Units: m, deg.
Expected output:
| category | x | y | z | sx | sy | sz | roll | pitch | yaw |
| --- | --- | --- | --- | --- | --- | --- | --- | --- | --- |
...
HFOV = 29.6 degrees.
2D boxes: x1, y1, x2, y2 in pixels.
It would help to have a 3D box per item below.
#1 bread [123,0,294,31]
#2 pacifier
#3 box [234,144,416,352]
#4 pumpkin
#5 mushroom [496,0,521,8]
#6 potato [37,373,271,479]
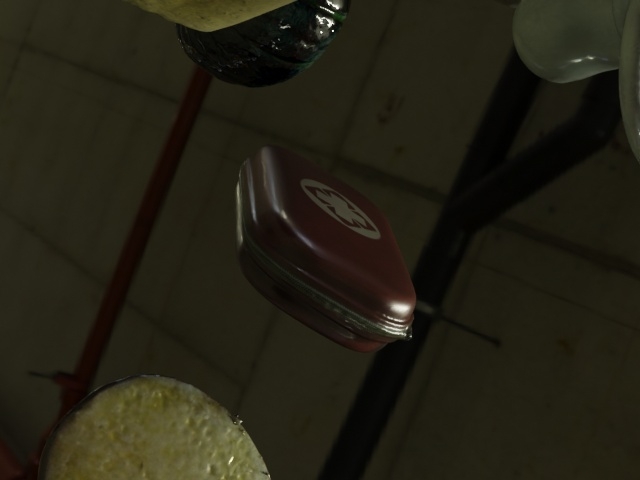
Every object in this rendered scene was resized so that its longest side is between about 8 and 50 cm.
| category | x | y | z | sx | sy | sz | roll | pitch | yaw |
| --- | --- | --- | --- | --- | --- | --- | --- | --- | --- |
| bread | -0.085 | -0.231 | 1.009 | 0.178 | 0.139 | 0.060 | -6 | -107 | 48 |
| pacifier | 0.245 | -0.170 | 0.978 | 0.207 | 0.279 | 0.227 | 12 | -136 | 40 |
| box | 0.000 | 0.000 | 1.646 | 0.108 | 0.263 | 0.404 | -54 | -162 | 16 |
| pumpkin | -0.091 | -0.309 | 1.395 | 0.248 | 0.248 | 0.248 | -28 | -127 | 44 |
| mushroom | 0.317 | -0.470 | 1.767 | 0.243 | 0.243 | 0.243 | -28 | -127 | 44 |
| potato | -0.175 | 0.274 | 1.270 | 0.239 | 0.299 | 0.116 | -39 | -161 | -19 |
